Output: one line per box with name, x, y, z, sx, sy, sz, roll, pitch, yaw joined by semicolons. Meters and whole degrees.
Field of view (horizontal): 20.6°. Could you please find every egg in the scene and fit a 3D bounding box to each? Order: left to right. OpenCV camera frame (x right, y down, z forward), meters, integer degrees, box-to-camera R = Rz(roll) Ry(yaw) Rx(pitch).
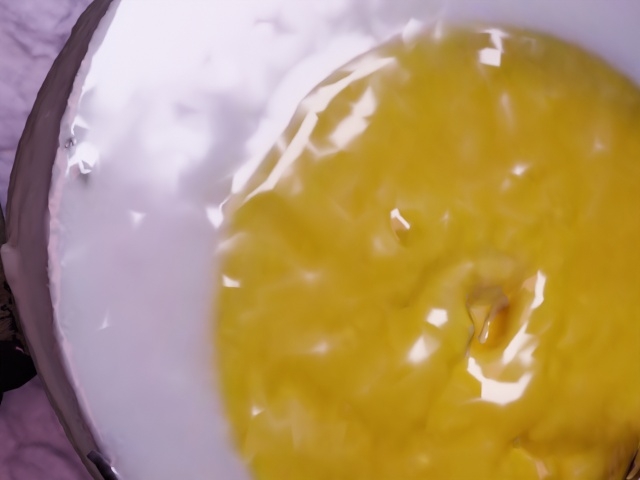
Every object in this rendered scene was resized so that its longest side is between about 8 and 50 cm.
egg;0.000;0.000;0.762;0.337;0.201;0.337;2;85;-30

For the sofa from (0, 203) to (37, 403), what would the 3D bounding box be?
sofa;-0.292;0.012;0.903;0.258;0.182;0.200;-16;66;-7
